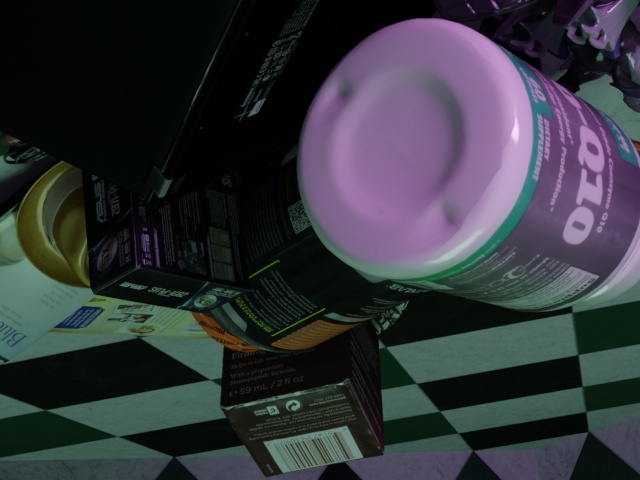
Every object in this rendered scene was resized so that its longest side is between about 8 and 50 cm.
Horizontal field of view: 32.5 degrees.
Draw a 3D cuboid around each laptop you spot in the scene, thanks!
[{"bbox_3d":[-0.100,-0.221,0.824,0.408,0.236,0.382,-29,168,-32],"label":"laptop"}]

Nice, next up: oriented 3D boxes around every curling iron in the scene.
[{"bbox_3d":[-0.204,-0.139,1.027,0.274,0.035,0.068,-27,173,32],"label":"curling iron"}]

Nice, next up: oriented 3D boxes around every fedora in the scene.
[{"bbox_3d":[-0.233,-0.007,1.194,0.194,0.079,0.194,-16,133,-18],"label":"fedora"}]

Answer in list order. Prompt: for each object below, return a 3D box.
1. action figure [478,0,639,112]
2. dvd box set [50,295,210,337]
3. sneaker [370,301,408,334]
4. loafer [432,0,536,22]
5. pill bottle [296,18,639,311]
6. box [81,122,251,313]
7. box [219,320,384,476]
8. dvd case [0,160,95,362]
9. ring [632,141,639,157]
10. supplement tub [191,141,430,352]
[{"bbox_3d":[0.276,-0.159,1.004,0.285,0.099,0.185,27,176,-40],"label":"action figure"},{"bbox_3d":[-0.249,0.053,1.474,0.420,0.062,0.307,5,156,-29],"label":"dvd box set"},{"bbox_3d":[0.026,0.083,1.588,0.129,0.147,0.330,27,131,-15],"label":"sneaker"},{"bbox_3d":[0.163,-0.215,0.862,0.170,0.062,0.061,-25,179,-5],"label":"loafer"},{"bbox_3d":[0.160,-0.045,0.963,0.204,0.204,0.361,-21,160,31],"label":"pill bottle"},{"bbox_3d":[-0.158,-0.029,1.118,0.077,0.180,0.147,-27,153,37],"label":"box"},{"bbox_3d":[-0.021,0.166,1.417,0.168,0.203,0.167,-14,134,12],"label":"box"},{"bbox_3d":[-0.334,0.032,1.263,0.253,0.022,0.180,-36,138,12],"label":"dvd case"},{"bbox_3d":[0.275,-0.048,1.434,0.336,0.032,0.336,-7,160,-2],"label":"ring"},{"bbox_3d":[0.000,0.000,1.214,0.207,0.207,0.338,9,154,-37],"label":"supplement tub"}]
